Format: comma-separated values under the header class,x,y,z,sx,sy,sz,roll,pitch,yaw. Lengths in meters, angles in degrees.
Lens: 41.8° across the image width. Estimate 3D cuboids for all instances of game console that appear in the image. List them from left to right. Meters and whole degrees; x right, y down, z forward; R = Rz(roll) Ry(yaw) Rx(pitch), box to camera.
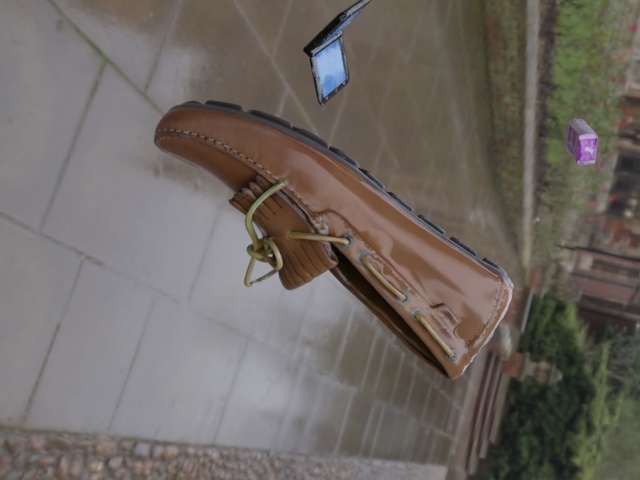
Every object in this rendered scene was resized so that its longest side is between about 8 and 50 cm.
class,x,y,z,sx,sy,sz,roll,pitch,yaw
game console,0.032,-0.248,1.086,0.107,0.071,0.122,-38,-172,32

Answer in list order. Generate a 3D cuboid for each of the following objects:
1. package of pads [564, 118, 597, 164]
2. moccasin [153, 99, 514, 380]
class,x,y,z,sx,sy,sz,roll,pitch,yaw
package of pads,0.401,-0.153,1.294,0.083,0.032,0.050,-86,174,-66
moccasin,-0.001,0.000,0.815,0.147,0.380,0.139,-56,-170,-10
